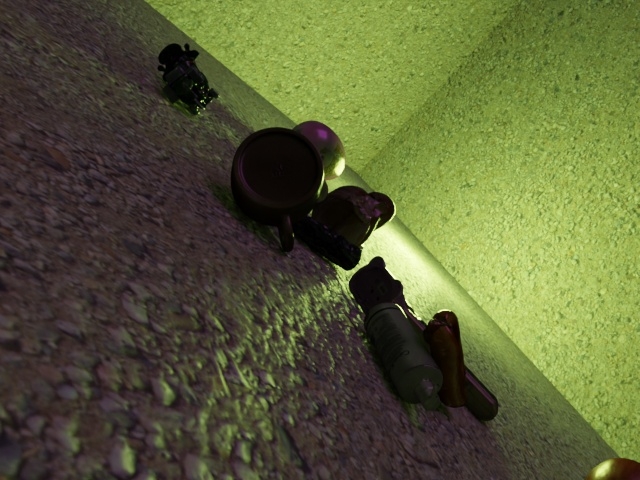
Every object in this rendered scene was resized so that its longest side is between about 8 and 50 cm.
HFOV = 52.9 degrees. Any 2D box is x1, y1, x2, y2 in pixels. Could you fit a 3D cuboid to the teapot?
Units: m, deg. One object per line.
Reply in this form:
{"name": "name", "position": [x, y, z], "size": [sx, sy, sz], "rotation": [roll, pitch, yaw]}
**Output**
{"name": "teapot", "position": [-0.088, -0.103, 1.320], "size": [0.175, 0.186, 0.267], "rotation": [106, -26, -70]}

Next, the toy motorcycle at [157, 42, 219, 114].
{"name": "toy motorcycle", "position": [-0.357, -0.432, 1.710], "size": [0.187, 0.125, 0.274], "rotation": [50, 8, -19]}

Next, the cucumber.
{"name": "cucumber", "position": [-0.002, 0.003, 1.504], "size": [0.211, 0.062, 0.078], "rotation": [30, -17, -32]}

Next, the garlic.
{"name": "garlic", "position": [0.080, -0.070, 1.682], "size": [0.160, 0.191, 0.214], "rotation": [49, 40, 3]}

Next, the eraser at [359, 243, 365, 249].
{"name": "eraser", "position": [0.097, -0.017, 2.014], "size": [0.104, 0.023, 0.150], "rotation": [43, 11, -2]}

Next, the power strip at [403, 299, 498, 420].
{"name": "power strip", "position": [0.260, 0.249, 1.477], "size": [0.387, 0.066, 0.092], "rotation": [46, 8, 14]}

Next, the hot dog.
{"name": "hot dog", "position": [0.234, 0.229, 1.208], "size": [0.100, 0.068, 0.249], "rotation": [-80, 160, -45]}

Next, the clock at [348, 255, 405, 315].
{"name": "clock", "position": [0.133, 0.111, 1.416], "size": [0.050, 0.110, 0.152], "rotation": [31, 17, -38]}

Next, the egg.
{"name": "egg", "position": [-0.010, -0.325, 2.354], "size": [0.196, 0.196, 0.271], "rotation": [50, 16, 30]}

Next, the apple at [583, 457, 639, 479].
{"name": "apple", "position": [0.634, 0.558, 1.354], "size": [0.199, 0.199, 0.199], "rotation": [42, 11, -10]}

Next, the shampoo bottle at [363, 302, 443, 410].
{"name": "shampoo bottle", "position": [0.154, 0.213, 1.165], "size": [0.085, 0.085, 0.262], "rotation": [38, 12, -27]}

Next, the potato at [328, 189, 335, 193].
{"name": "potato", "position": [0.047, -0.066, 1.904], "size": [0.089, 0.101, 0.172], "rotation": [15, -53, 62]}

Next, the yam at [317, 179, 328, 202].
{"name": "yam", "position": [-0.037, -0.137, 1.679], "size": [0.081, 0.081, 0.357], "rotation": [41, -1, -11]}
